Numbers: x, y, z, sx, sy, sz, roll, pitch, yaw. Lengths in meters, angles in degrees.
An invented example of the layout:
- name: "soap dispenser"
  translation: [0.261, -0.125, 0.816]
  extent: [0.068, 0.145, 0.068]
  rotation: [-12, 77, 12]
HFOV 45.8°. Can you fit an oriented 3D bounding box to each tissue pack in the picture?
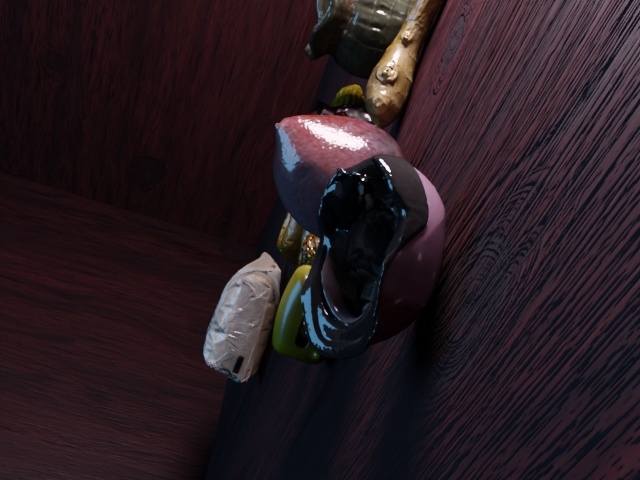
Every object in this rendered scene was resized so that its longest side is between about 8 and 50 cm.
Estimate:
- name: "tissue pack"
  translation: [-0.245, 0.249, 2.472]
  extent: [0.375, 0.195, 0.390]
  rotation: [-82, 11, -81]
- name: "tissue pack"
  translation: [-0.019, 0.141, 1.425]
  extent: [0.127, 0.123, 0.178]
  rotation: [-104, 33, -82]

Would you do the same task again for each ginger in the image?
- name: "ginger"
  translation: [0.159, -0.355, 1.432]
  extent: [0.294, 0.086, 0.131]
  rotation: [-66, -12, 16]

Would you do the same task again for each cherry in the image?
- name: "cherry"
  translation: [0.025, -0.099, 1.260]
  extent: [0.239, 0.239, 0.206]
  rotation: [-82, 5, -48]

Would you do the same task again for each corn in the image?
- name: "corn"
  translation: [0.066, -0.310, 1.899]
  extent: [0.261, 0.097, 0.097]
  rotation: [-75, 7, -51]

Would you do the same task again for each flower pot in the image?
- name: "flower pot"
  translation: [0.102, -0.509, 1.645]
  extent: [0.302, 0.213, 0.301]
  rotation: [-164, 90, -82]

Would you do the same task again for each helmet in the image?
- name: "helmet"
  translation: [0.080, 0.019, 0.952]
  extent: [0.198, 0.154, 0.253]
  rotation: [-19, 70, 56]

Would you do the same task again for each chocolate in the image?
- name: "chocolate"
  translation: [0.025, -0.218, 1.697]
  extent: [0.206, 0.177, 0.224]
  rotation: [123, 163, -62]

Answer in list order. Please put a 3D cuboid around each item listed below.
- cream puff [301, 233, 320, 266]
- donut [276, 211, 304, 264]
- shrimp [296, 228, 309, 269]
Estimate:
- name: "cream puff"
  translation: [0.011, 0.026, 1.559]
  extent: [0.119, 0.104, 0.133]
  rotation: [-109, 35, -65]
- name: "donut"
  translation: [-0.033, -0.037, 1.930]
  extent: [0.226, 0.114, 0.226]
  rotation: [-161, 90, -83]
- name: "shrimp"
  translation: [0.000, 0.000, 1.768]
  extent: [0.248, 0.068, 0.150]
  rotation: [-70, 26, 21]
